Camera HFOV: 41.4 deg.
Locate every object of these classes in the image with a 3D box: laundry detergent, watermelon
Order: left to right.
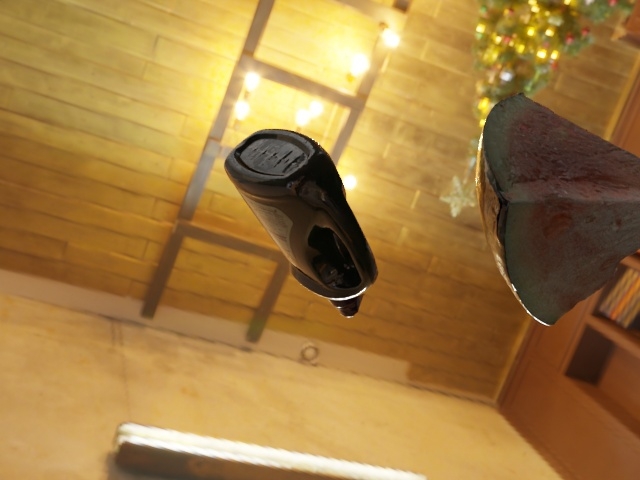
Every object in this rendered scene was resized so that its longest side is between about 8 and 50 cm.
[{"bbox_3d":[0.000,0.000,0.817,0.144,0.078,0.222,23,150,48],"label":"laundry detergent"},{"bbox_3d":[0.221,-0.040,0.798,0.202,0.136,0.207,14,-123,-14],"label":"watermelon"}]
